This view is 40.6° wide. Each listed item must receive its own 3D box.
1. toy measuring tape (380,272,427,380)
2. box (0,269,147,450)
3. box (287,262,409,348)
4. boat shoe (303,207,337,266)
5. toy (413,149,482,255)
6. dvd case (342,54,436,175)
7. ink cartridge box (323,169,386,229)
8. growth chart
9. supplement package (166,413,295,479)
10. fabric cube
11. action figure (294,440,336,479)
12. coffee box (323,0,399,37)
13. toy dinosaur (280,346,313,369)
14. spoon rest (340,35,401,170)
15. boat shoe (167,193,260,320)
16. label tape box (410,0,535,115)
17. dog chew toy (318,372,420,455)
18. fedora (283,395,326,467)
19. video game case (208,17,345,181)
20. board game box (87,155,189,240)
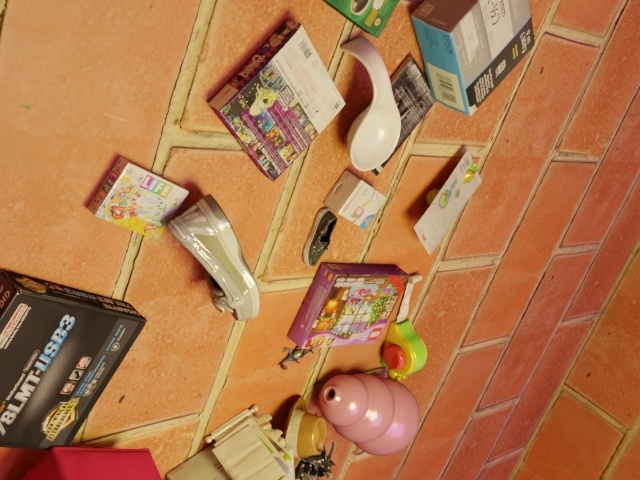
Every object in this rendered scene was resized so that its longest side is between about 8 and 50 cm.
[{"bbox_3d":[0.241,0.248,2.282,0.121,0.121,0.330,-16,131,-41],"label":"toy measuring tape"},{"bbox_3d":[-0.481,0.214,1.459,0.296,0.073,0.293,-56,147,5],"label":"box"},{"bbox_3d":[0.072,0.153,2.053,0.293,0.057,0.201,3,118,-50],"label":"box"},{"bbox_3d":[0.000,0.000,1.851,0.049,0.040,0.142,-12,128,-43],"label":"boat shoe"},{"bbox_3d":[0.296,-0.097,2.095,0.237,0.056,0.137,-51,142,-11],"label":"toy"},{"bbox_3d":[0.151,-0.258,1.819,0.221,0.018,0.164,-52,146,-2],"label":"dvd case"},{"bbox_3d":[0.075,-0.086,1.852,0.088,0.052,0.122,-56,144,5],"label":"ink cartridge box"},{"bbox_3d":[-0.148,0.489,1.950,0.172,0.237,0.021,-21,144,-25],"label":"growth chart"},{"bbox_3d":[-0.204,0.577,2.028,0.261,0.145,0.204,-29,138,-29],"label":"supplement package"},{"bbox_3d":[-0.429,0.561,1.604,0.259,0.258,0.254,-44,147,18],"label":"fabric cube"},{"bbox_3d":[-0.029,0.675,2.324,0.164,0.141,0.276,21,106,-53],"label":"action figure"},{"bbox_3d":[0.073,-0.448,1.544,0.184,0.040,0.113,16,107,-54],"label":"coffee box"},{"bbox_3d":[-0.056,0.275,2.031,0.082,0.047,0.090,-36,157,7],"label":"toy dinosaur"},{"bbox_3d":[0.099,-0.254,1.684,0.137,0.084,0.276,-33,134,-24],"label":"spoon rest"},{"bbox_3d":[-0.193,0.049,1.612,0.103,0.118,0.320,-29,143,-12],"label":"boat shoe"},{"bbox_3d":[0.355,-0.468,1.780,0.348,0.115,0.249,-46,145,-13],"label":"label tape box"},{"bbox_3d":[0.116,0.437,2.242,0.207,0.206,0.332,-54,137,2],"label":"dog chew toy"},{"bbox_3d":[-0.034,0.482,2.136,0.194,0.079,0.194,8,90,-75],"label":"fedora"},{"bbox_3d":[-0.070,-0.246,1.554,0.210,0.042,0.232,-49,145,-7],"label":"video game case"},{"bbox_3d":[-0.304,-0.068,1.454,0.103,0.026,0.154,-57,145,5],"label":"board game box"}]
